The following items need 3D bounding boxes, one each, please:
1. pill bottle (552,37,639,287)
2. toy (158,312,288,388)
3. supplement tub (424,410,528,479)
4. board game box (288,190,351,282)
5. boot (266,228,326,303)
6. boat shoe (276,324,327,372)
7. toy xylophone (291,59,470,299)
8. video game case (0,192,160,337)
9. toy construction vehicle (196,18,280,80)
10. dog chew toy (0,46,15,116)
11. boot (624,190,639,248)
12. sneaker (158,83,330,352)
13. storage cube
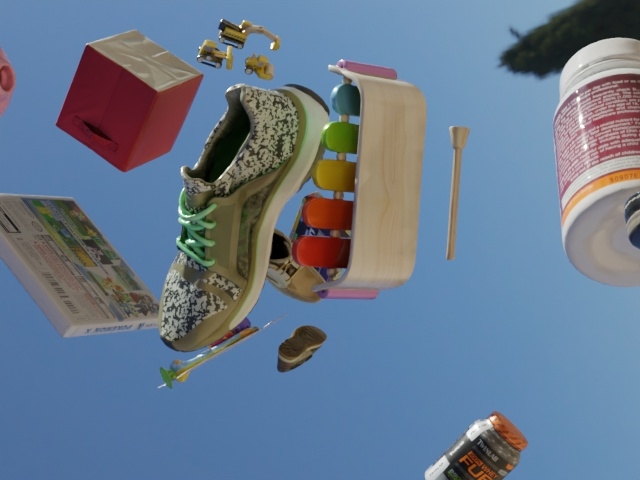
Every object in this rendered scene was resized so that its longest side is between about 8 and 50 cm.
[{"bbox_3d":[0.495,-0.137,1.962,0.224,0.224,0.392,52,-150,-38],"label":"pill bottle"},{"bbox_3d":[-0.183,0.180,2.142,0.237,0.137,0.056,-32,-90,-26],"label":"toy"},{"bbox_3d":[0.303,0.426,2.327,0.117,0.190,0.117,41,-171,-8],"label":"supplement tub"},{"bbox_3d":[0.000,0.000,2.651,0.048,0.170,0.141,-25,-120,-35],"label":"board game box"},{"bbox_3d":[-0.067,0.041,2.222,0.213,0.077,0.165,38,170,-6],"label":"boot"},{"bbox_3d":[-0.040,0.199,2.216,0.056,0.049,0.152,35,-153,18],"label":"boat shoe"},{"bbox_3d":[0.086,-0.071,1.602,0.236,0.081,0.323,14,-95,-41],"label":"toy xylophone"},{"bbox_3d":[-0.455,0.039,2.174,0.329,0.036,0.300,47,-161,19],"label":"video game case"},{"bbox_3d":[-0.099,-0.242,1.500,0.098,0.035,0.086,18,-141,-11],"label":"toy construction vehicle"},{"bbox_3d":[-0.541,-0.200,1.546,0.206,0.331,0.207,1,-90,-69],"label":"dog chew toy"},{"bbox_3d":[0.508,-0.148,1.499,0.138,0.377,0.284,106,148,-65],"label":"boot"},{"bbox_3d":[-0.150,-0.045,1.655,0.182,0.158,0.410,19,-84,-52],"label":"sneaker"},{"bbox_3d":[-0.379,-0.282,2.403,0.183,0.193,0.215,34,-151,10],"label":"storage cube"}]
